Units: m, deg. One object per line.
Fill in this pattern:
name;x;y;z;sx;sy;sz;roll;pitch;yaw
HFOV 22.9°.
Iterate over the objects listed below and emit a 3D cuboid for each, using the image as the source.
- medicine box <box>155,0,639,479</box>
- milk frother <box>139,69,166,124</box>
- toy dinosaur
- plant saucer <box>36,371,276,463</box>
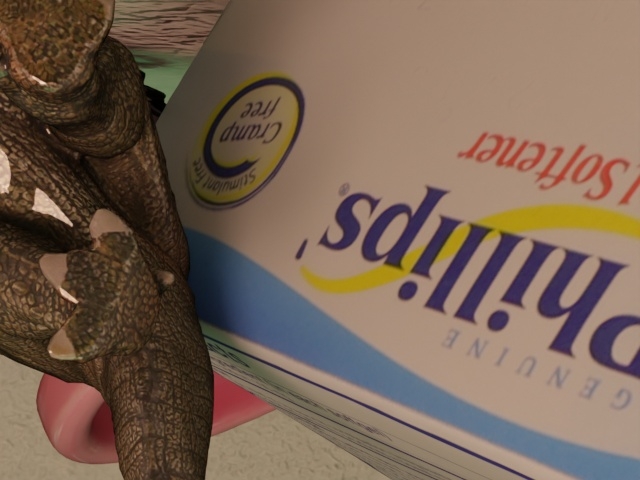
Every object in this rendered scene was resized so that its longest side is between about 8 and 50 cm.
medicine box;0.121;0.040;0.500;0.289;0.149;0.263;37;168;-37
milk frother;-0.142;-0.036;0.863;0.129;0.135;0.143;38;-171;23
toy dinosaur;-0.090;-0.026;0.421;0.313;0.121;0.160;36;170;2
plant saucer;0.000;0.000;0.805;0.332;0.084;0.332;-28;165;-8
